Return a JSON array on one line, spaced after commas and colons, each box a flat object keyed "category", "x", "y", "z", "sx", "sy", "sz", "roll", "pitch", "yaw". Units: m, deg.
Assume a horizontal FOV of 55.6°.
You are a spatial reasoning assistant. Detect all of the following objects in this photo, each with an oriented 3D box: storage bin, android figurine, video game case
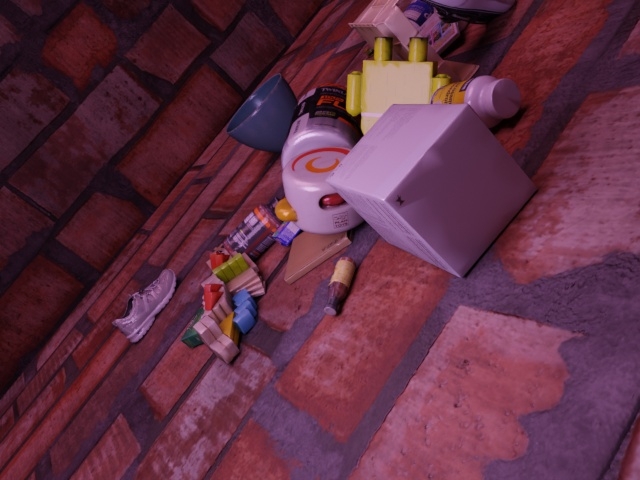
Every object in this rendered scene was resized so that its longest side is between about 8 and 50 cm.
[{"category": "storage bin", "x": 0.228, "y": -0.490, "z": 1.508, "sx": 0.123, "sy": 0.262, "sz": 0.260, "roll": -47, "pitch": 23, "yaw": 5}, {"category": "android figurine", "x": 0.175, "y": -0.320, "z": 1.378, "sx": 0.248, "sy": 0.273, "sz": 0.056, "roll": 11, "pitch": 19, "yaw": 25}, {"category": "video game case", "x": 0.321, "y": -0.575, "z": 1.699, "sx": 0.157, "sy": 0.019, "sz": 0.143, "roll": -38, "pitch": 45, "yaw": 45}]

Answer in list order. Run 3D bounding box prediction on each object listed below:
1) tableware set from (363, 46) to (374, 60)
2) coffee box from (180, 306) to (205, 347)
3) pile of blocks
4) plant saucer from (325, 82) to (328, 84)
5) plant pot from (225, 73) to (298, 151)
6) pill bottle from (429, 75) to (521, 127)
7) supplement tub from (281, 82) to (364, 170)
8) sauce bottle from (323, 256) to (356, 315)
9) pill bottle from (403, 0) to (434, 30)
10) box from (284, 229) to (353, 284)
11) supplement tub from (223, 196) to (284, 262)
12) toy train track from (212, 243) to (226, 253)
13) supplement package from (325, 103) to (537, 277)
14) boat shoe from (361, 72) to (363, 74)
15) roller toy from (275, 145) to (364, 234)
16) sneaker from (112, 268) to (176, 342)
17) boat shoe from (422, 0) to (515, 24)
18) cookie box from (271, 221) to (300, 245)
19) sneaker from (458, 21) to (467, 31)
[{"category": "tableware set", "x": 0.216, "y": -0.722, "z": 2.210, "sx": 0.154, "sy": 0.024, "sz": 0.104, "roll": -28, "pitch": 30, "yaw": 41}, {"category": "coffee box", "x": -0.281, "y": 0.207, "z": 1.580, "sx": 0.184, "sy": 0.040, "sz": 0.113, "roll": -28, "pitch": 29, "yaw": 39}, {"category": "pile of blocks", "x": -0.221, "y": 0.121, "z": 1.464, "sx": 0.148, "sy": 0.113, "sz": 0.362, "roll": -20, "pitch": 36, "yaw": 9}, {"category": "plant saucer", "x": -0.003, "y": -0.552, "z": 2.328, "sx": 0.119, "sy": 0.021, "sz": 0.119, "roll": -39, "pitch": 24, "yaw": 22}, {"category": "plant pot", "x": -0.181, "y": -0.440, "z": 2.240, "sx": 0.290, "sy": 0.195, "sz": 0.290, "roll": -39, "pitch": 24, "yaw": 21}, {"category": "pill bottle", "x": 0.310, "y": -0.274, "z": 1.221, "sx": 0.103, "sy": 0.103, "sz": 0.184, "roll": -53, "pitch": 23, "yaw": -13}, {"category": "supplement tub", "x": 0.016, "y": -0.278, "z": 1.618, "sx": 0.207, "sy": 0.207, "sz": 0.338, "roll": -35, "pitch": 26, "yaw": 28}, {"category": "sauce bottle", "x": 0.036, "y": 0.090, "z": 1.203, "sx": 0.042, "sy": 0.042, "sz": 0.128, "roll": -26, "pitch": 29, "yaw": 42}, {"category": "pill bottle", "x": 0.288, "y": -0.650, "z": 1.852, "sx": 0.187, "sy": 0.112, "sz": 0.112, "roll": -55, "pitch": 24, "yaw": -16}, {"category": "box", "x": 0.000, "y": 0.000, "z": 1.439, "sx": 0.201, "sy": 0.021, "sz": 0.164, "roll": -35, "pitch": 26, "yaw": 29}, {"category": "supplement tub", "x": -0.168, "y": -0.027, "z": 1.675, "sx": 0.198, "sy": 0.106, "sz": 0.106, "roll": -44, "pitch": 23, "yaw": 8}, {"category": "toy train track", "x": -0.323, "y": 0.032, "z": 1.976, "sx": 0.048, "sy": 0.014, "sz": 0.083, "roll": -50, "pitch": 27, "yaw": -23}, {"category": "supplement package", "x": 0.179, "y": -0.098, "z": 1.048, "sx": 0.199, "sy": 0.198, "sz": 0.262, "roll": -49, "pitch": 22, "yaw": -4}, {"category": "boat shoe", "x": 0.180, "y": -0.375, "z": 1.614, "sx": 0.110, "sy": 0.121, "sz": 0.341, "roll": -36, "pitch": 35, "yaw": 15}, {"category": "roller toy", "x": 0.016, "y": -0.107, "z": 1.353, "sx": 0.191, "sy": 0.146, "sz": 0.209, "roll": 13, "pitch": 40, "yaw": 28}, {"category": "sneaker", "x": -0.585, "y": 0.199, "z": 2.039, "sx": 0.105, "sy": 0.115, "sz": 0.281, "roll": -20, "pitch": 35, "yaw": 48}, {"category": "boat shoe", "x": 0.336, "y": -0.585, "z": 1.494, "sx": 0.119, "sy": 0.335, "sz": 0.121, "roll": -44, "pitch": 55, "yaw": 49}, {"category": "cookie box", "x": -0.075, "y": -0.039, "z": 1.592, "sx": 0.107, "sy": 0.040, "sz": 0.092, "roll": -51, "pitch": 11, "yaw": -9}, {"category": "sneaker", "x": 0.405, "y": -0.677, "z": 1.738, "sx": 0.212, "sy": 0.080, "sz": 0.094, "roll": -55, "pitch": 19, "yaw": -12}]
